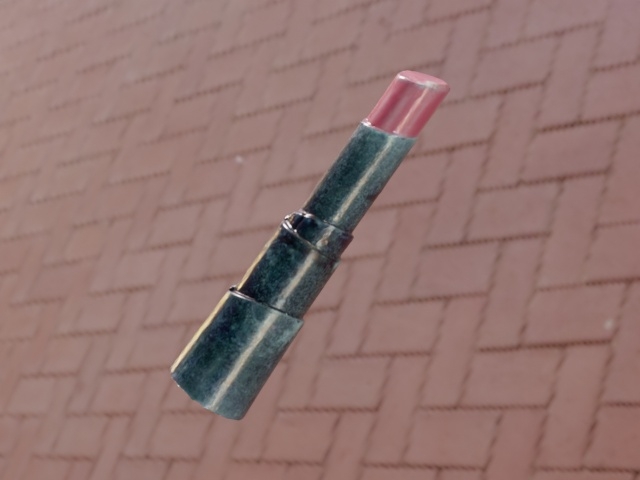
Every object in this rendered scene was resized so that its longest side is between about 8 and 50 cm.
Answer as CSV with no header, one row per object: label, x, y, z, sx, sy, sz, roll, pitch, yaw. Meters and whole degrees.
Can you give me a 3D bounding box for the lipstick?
lipstick,0.000,0.000,0.925,0.234,0.053,0.053,-53,33,10
